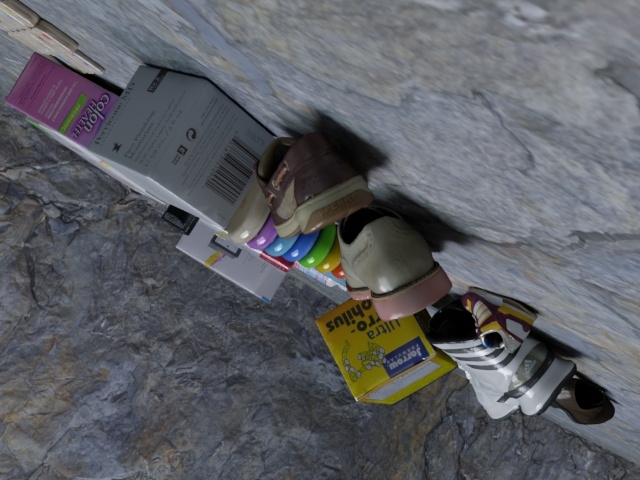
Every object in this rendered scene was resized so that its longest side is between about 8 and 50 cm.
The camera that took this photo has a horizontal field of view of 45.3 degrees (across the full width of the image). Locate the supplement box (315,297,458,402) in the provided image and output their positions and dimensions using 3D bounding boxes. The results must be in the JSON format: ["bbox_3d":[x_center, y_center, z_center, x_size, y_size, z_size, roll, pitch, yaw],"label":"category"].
[{"bbox_3d":[0.160,0.235,1.723,0.195,0.194,0.356,61,-171,20],"label":"supplement box"}]

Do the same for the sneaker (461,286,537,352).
[{"bbox_3d":[0.280,0.134,1.283,0.069,0.084,0.185,32,173,-17],"label":"sneaker"}]

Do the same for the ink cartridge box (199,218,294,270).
[{"bbox_3d":[-0.170,-0.059,1.636,0.306,0.131,0.226,32,174,-3],"label":"ink cartridge box"}]

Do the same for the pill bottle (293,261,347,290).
[{"bbox_3d":[0.011,0.061,1.920,0.160,0.087,0.087,29,173,10],"label":"pill bottle"}]

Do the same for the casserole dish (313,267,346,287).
[{"bbox_3d":[0.041,0.050,1.688,0.188,0.037,0.114,28,139,21],"label":"casserole dish"}]

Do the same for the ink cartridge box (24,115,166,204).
[{"bbox_3d":[-0.527,-0.239,1.912,0.207,0.119,0.353,23,169,48],"label":"ink cartridge box"}]

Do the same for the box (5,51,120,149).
[{"bbox_3d":[-0.451,-0.238,1.527,0.243,0.117,0.213,28,177,17],"label":"box"}]

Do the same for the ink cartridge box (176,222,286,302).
[{"bbox_3d":[-0.229,0.020,2.198,0.270,0.197,0.198,29,173,15],"label":"ink cartridge box"}]

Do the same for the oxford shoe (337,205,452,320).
[{"bbox_3d":[0.092,0.008,1.155,0.146,0.140,0.397,63,174,-6],"label":"oxford shoe"}]

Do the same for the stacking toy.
[{"bbox_3d":[0.000,0.000,1.431,0.330,0.141,0.141,25,176,-22],"label":"stacking toy"}]

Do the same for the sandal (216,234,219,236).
[{"bbox_3d":[-0.248,-0.087,1.884,0.317,0.126,0.138,37,180,27],"label":"sandal"}]

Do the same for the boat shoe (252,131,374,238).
[{"bbox_3d":[-0.022,-0.080,0.990,0.123,0.123,0.342,61,176,-5],"label":"boat shoe"}]

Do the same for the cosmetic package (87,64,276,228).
[{"bbox_3d":[-0.194,-0.134,1.073,0.184,0.151,0.151,22,169,45],"label":"cosmetic package"}]

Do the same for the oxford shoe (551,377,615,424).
[{"bbox_3d":[0.571,0.346,1.627,0.227,0.082,0.096,24,160,-36],"label":"oxford shoe"}]

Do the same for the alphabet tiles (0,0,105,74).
[{"bbox_3d":[-0.509,-0.365,1.310,0.278,0.021,0.284,35,173,-33],"label":"alphabet tiles"}]

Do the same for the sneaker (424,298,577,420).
[{"bbox_3d":[0.340,0.224,1.564,0.257,0.169,0.447,40,170,9],"label":"sneaker"}]

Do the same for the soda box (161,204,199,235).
[{"bbox_3d":[-0.234,-0.095,1.470,0.053,0.169,0.060,32,174,4],"label":"soda box"}]
